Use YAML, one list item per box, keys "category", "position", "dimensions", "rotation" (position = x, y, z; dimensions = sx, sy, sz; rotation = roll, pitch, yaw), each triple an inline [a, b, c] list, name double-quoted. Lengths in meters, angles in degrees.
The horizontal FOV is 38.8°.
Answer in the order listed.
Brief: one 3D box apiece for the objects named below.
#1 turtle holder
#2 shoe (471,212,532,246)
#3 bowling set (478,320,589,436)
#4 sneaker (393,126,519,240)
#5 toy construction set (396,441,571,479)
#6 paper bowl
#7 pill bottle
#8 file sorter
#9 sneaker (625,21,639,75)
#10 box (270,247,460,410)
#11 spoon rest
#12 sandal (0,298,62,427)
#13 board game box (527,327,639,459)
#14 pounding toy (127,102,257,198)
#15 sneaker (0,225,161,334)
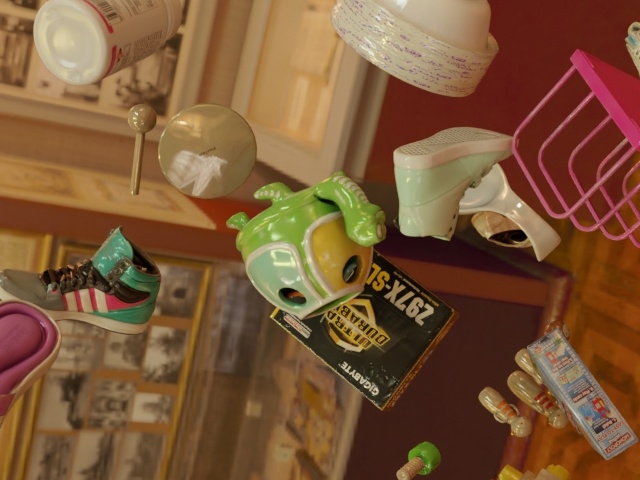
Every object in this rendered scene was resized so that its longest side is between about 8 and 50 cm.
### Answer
- category: "turtle holder"
  position: [0.004, 0.003, 1.666]
  dimensions: [0.320, 0.243, 0.228]
  rotation: [-28, 78, 23]
- category: "shoe"
  position: [0.389, -0.012, 1.869]
  dimensions: [0.076, 0.219, 0.058]
  rotation: [-49, 51, 25]
- category: "bowling set"
  position: [0.481, 0.283, 1.876]
  dimensions: [0.154, 0.287, 0.200]
  rotation: [43, 129, 29]
- category: "sneaker"
  position: [0.204, -0.085, 1.387]
  dimensions: [0.094, 0.255, 0.151]
  rotation: [22, 121, 44]
- category: "toy construction set"
  position: [0.289, 0.365, 1.108]
  dimensions: [0.308, 0.237, 0.258]
  rotation: [7, 111, 39]
- category: "paper bowl"
  position: [0.171, -0.377, 1.531]
  dimensions: [0.148, 0.284, 0.284]
  rotation: [-60, 30, 28]
- category: "pill bottle"
  position: [-0.388, -0.405, 1.708]
  dimensions: [0.283, 0.160, 0.160]
  rotation: [-47, -14, -55]
- category: "file sorter"
  position: [0.458, -0.111, 1.347]
  dimensions: [0.182, 0.290, 0.202]
  rotation: [-51, 40, 32]
- category: "sneaker"
  position: [0.601, -0.345, 1.685]
  dimensions: [0.071, 0.083, 0.191]
  rotation: [-48, 17, 34]
- category: "box"
  position: [0.092, 0.160, 1.923]
  dimensions: [0.322, 0.079, 0.257]
  rotation: [38, 93, 22]
- category: "spoon rest"
  position: [0.307, -0.072, 1.630]
  dimensions: [0.137, 0.084, 0.276]
  rotation: [-43, 50, -8]
- category: "sandal"
  position: [-0.448, 0.172, 1.133]
  dimensions: [0.102, 0.169, 0.416]
  rotation: [-57, 8, 26]
- category: "board game box"
  position: [0.407, 0.255, 1.404]
  dimensions: [0.194, 0.060, 0.194]
  rotation: [58, -178, 32]
- category: "pounding toy"
  position: [-0.243, -0.181, 1.718]
  dimensions: [0.110, 0.236, 0.183]
  rotation: [-118, 30, -65]
- category: "sneaker"
  position: [-0.394, 0.053, 1.547]
  dimensions: [0.178, 0.295, 0.124]
  rotation: [-59, 41, 18]
